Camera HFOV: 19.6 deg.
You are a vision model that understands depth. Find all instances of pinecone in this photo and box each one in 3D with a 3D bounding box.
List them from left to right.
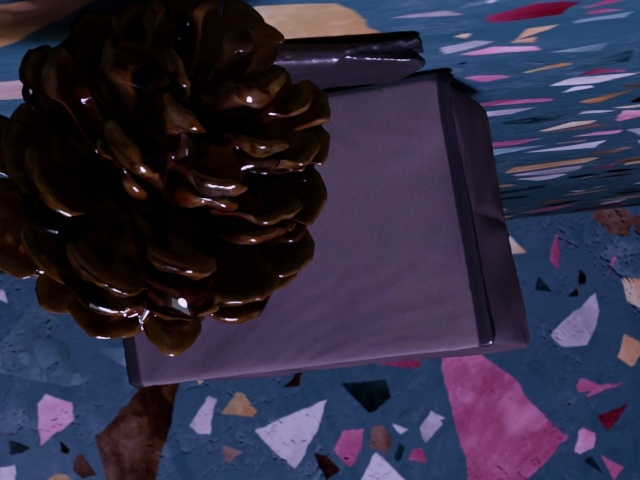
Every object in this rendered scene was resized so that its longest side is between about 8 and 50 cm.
[{"bbox_3d":[-0.068,-0.036,0.825,0.174,0.173,0.173,-7,177,0],"label":"pinecone"}]

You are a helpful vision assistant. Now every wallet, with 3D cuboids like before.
[{"bbox_3d":[-0.023,-0.095,1.022,0.157,0.018,0.082,-5,176,-20],"label":"wallet"}]

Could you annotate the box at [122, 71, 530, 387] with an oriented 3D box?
[{"bbox_3d":[0.000,0.000,1.261,0.252,0.188,0.153,-11,175,18],"label":"box"}]
